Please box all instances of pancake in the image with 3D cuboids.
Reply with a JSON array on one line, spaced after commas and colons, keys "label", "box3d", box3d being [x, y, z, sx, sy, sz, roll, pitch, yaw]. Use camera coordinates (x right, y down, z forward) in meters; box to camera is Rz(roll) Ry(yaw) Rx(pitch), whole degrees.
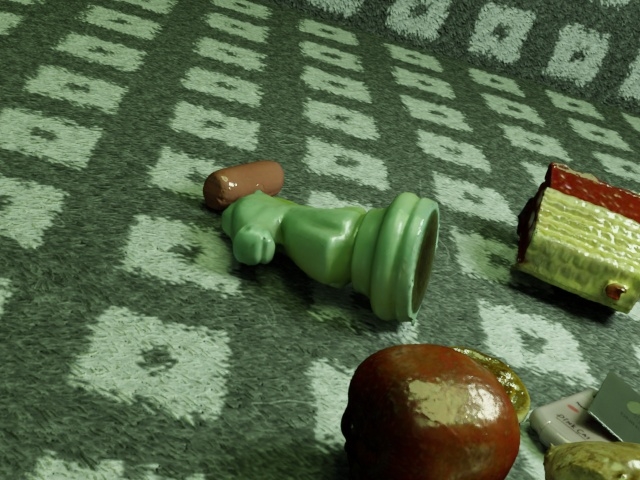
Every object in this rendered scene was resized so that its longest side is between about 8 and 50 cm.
[{"label": "pancake", "box3d": [0.185, 0.174, 1.104, 0.158, 0.028, 0.158, 16, 23, -7]}]

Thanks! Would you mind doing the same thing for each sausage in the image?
[{"label": "sausage", "box3d": [-0.113, -0.085, 1.380, 0.062, 0.062, 0.154, 32, 28, 25]}]

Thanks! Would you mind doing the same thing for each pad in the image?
[{"label": "pad", "box3d": [0.406, 0.242, 1.087, 0.190, 0.004, 0.127, 42, 31, 11]}]

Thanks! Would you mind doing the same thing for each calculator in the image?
[{"label": "calculator", "box3d": [0.323, 0.225, 1.090, 0.175, 0.032, 0.100, -6, 35, -44]}]

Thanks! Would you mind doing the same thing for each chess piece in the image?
[{"label": "chess piece", "box3d": [0.000, 0.000, 1.219, 0.298, 0.175, 0.176, 12, 23, 17]}]

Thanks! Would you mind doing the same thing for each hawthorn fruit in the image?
[{"label": "hawthorn fruit", "box3d": [0.114, 0.181, 0.874, 0.188, 0.169, 0.169, -4, 32, -19]}]

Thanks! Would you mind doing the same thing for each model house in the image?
[{"label": "model house", "box3d": [0.416, 0.007, 1.450, 0.196, 0.160, 0.254, 22, 27, 5]}]

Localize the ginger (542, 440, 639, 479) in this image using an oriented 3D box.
[{"label": "ginger", "box3d": [0.389, 0.281, 0.873, 0.376, 0.166, 0.236, 2, 14, -18]}]
